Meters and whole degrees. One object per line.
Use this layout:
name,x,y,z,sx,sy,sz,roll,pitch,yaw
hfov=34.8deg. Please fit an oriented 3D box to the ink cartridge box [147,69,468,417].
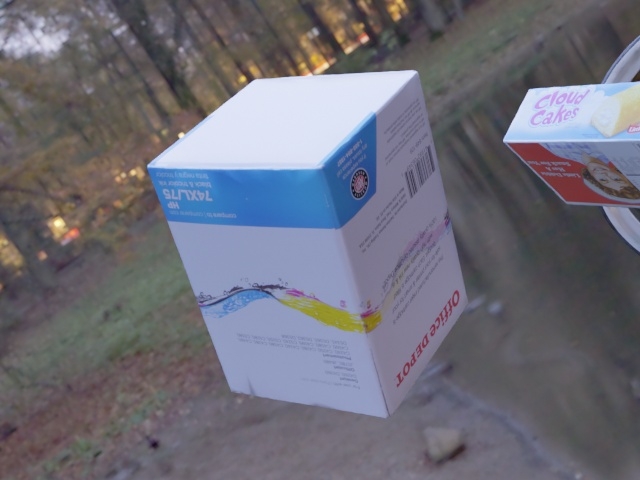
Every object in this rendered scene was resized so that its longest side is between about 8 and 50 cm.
ink cartridge box,0.000,0.000,1.005,0.197,0.270,0.198,3,33,33

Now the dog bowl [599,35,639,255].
dog bowl,0.604,-0.142,1.529,0.408,0.408,0.150,-32,-4,13

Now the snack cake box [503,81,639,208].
snack cake box,0.377,-0.115,1.268,0.264,0.152,0.089,8,65,57
